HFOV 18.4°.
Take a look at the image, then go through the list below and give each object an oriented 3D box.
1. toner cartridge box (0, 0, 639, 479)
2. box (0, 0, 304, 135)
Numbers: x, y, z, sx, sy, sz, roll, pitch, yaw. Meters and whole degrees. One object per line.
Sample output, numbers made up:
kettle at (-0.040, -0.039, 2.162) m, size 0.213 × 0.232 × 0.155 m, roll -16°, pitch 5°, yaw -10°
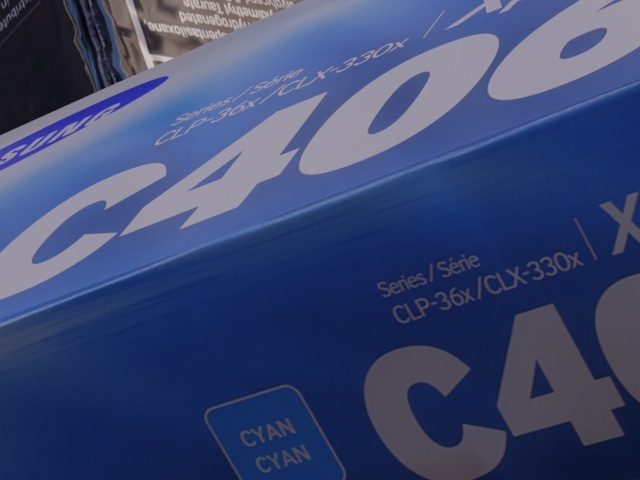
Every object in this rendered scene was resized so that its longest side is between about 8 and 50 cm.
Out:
toner cartridge box at (0.000, 0.000, 0.444) m, size 0.348 × 0.075 × 0.165 m, roll -20°, pitch 18°, yaw 31°
box at (0.000, 0.040, 0.763) m, size 0.296 × 0.294 × 0.183 m, roll 5°, pitch -35°, yaw -43°
